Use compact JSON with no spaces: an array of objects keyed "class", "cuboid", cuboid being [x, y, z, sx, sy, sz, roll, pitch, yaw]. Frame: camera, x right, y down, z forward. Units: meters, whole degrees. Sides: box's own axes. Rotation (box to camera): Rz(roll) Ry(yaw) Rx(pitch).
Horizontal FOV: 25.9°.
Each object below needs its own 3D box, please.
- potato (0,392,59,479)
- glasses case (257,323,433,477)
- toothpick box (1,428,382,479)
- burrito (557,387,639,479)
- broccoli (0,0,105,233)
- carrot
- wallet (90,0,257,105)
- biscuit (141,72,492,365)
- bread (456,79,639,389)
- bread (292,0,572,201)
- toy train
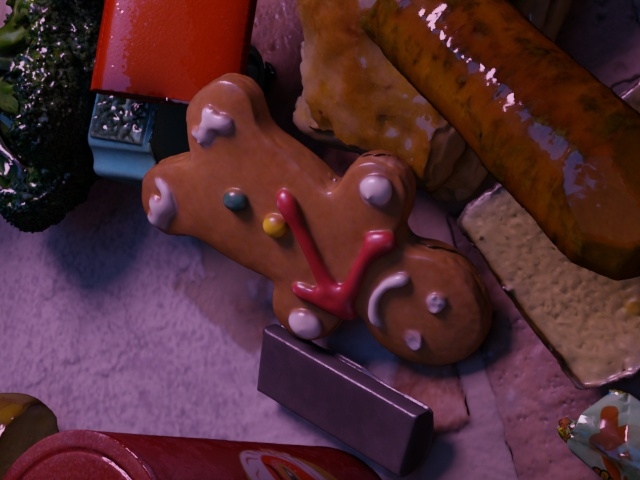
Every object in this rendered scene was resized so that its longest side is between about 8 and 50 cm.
[{"class":"potato","cuboid":[-0.385,0.289,1.487,0.176,0.141,0.298,36,102,24]},{"class":"glasses case","cuboid":[0.020,0.145,1.290,0.191,0.042,0.072,27,126,35]},{"class":"toothpick box","cuboid":[-0.095,0.267,1.176,0.204,0.333,0.204,-8,76,33]},{"class":"burrito","cuboid":[0.316,0.196,1.085,0.288,0.054,0.104,38,100,35]},{"class":"broccoli","cuboid":[-0.330,-0.151,1.454,0.297,0.297,0.297,176,90,-74]},{"class":"carrot","cuboid":[0.157,-0.100,1.051,0.114,0.114,0.302,-48,66,17]},{"class":"wallet","cuboid":[-0.128,-0.225,1.285,0.142,0.045,0.204,8,87,2]},{"class":"biscuit","cuboid":[0.000,0.000,1.243,0.340,0.047,0.216,37,128,4]},{"class":"bread","cuboid":[0.255,-0.001,1.110,0.240,0.135,0.178,-36,60,21]},{"class":"bread","cuboid":[0.074,-0.255,1.255,0.314,0.191,0.370,34,102,33]},{"class":"toy train","cuboid":[-0.144,-0.138,1.394,0.112,0.163,0.203,6,84,36]}]
